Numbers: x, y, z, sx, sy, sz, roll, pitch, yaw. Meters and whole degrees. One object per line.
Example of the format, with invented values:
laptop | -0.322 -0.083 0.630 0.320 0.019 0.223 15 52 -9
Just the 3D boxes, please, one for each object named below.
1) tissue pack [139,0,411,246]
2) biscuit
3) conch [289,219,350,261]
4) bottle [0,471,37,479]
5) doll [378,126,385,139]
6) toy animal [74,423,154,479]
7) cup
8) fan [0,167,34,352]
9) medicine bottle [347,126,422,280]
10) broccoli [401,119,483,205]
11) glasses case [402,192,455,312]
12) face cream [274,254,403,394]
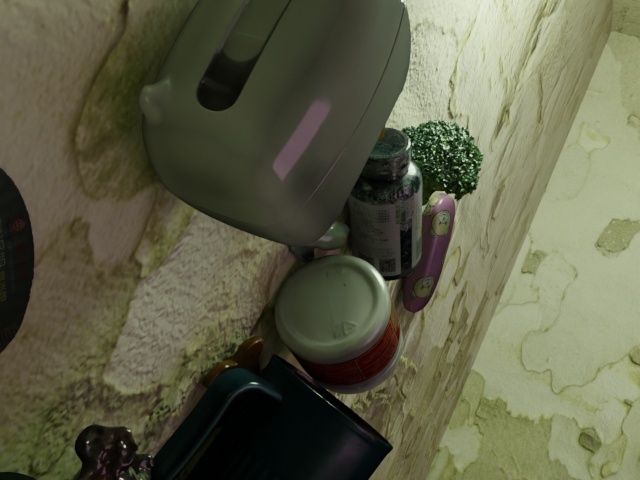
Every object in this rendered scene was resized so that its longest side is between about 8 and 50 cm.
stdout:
tissue pack | -0.046 -0.178 0.750 0.333 0.229 0.236 -64 155 -11
biscuit | -0.139 0.254 1.099 0.138 0.031 0.205 -39 142 -30
conch | -0.001 -0.007 1.156 0.180 0.088 0.065 -12 75 -52
bottle | -0.354 0.410 0.688 0.144 0.144 0.336 -10 116 -60
doll | 0.076 -0.317 1.025 0.103 0.145 0.316 -26 131 -18
toy animal | -0.253 0.328 0.788 0.168 0.106 0.343 -99 -167 -46
cup | -0.074 0.361 1.018 0.292 0.242 0.308 -53 158 -6
fan | -0.358 0.023 0.554 0.294 0.012 0.223 24 87 -64
medicine bottle | 0.121 -0.067 1.239 0.141 0.141 0.293 -50 147 -34
broccoli | 0.224 -0.138 1.366 0.220 0.194 0.194 -9 124 -16
glasses case | 0.276 0.034 1.669 0.123 0.076 0.316 -18 124 -57
face cream | 0.037 0.150 1.168 0.201 0.201 0.187 -58 151 -21
